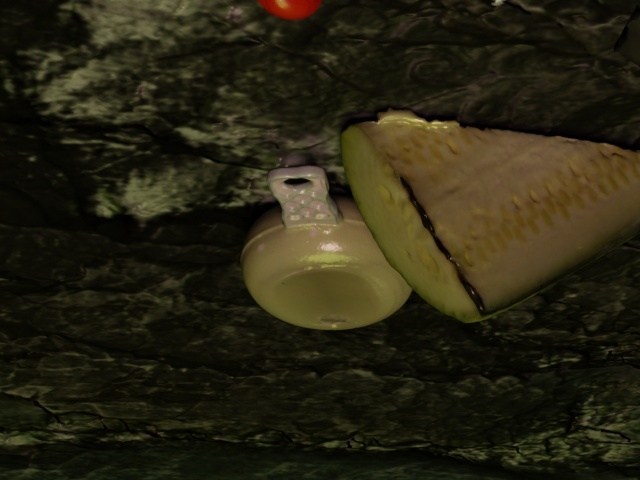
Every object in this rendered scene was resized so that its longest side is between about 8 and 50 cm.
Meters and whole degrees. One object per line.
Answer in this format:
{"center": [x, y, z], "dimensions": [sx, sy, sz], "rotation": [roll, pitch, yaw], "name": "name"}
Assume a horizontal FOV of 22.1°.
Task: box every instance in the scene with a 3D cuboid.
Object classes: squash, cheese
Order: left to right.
{"center": [0.000, 0.000, 1.240], "dimensions": [0.137, 0.064, 0.227], "rotation": [-6, 152, 7], "name": "cheese"}
{"center": [0.157, -0.054, 1.186], "dimensions": [0.252, 0.169, 0.093], "rotation": [-28, 167, -24], "name": "squash"}

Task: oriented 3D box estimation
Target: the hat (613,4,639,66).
{"center": [0.254, -0.161, 0.652], "dimensions": [0.366, 0.257, 0.381], "rotation": [-42, 160, 23], "name": "hat"}

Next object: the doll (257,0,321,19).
{"center": [0.060, -0.198, 0.786], "dimensions": [0.200, 0.105, 0.336], "rotation": [9, 155, -44], "name": "doll"}

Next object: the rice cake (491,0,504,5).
{"center": [0.107, -0.149, 0.843], "dimensions": [0.033, 0.033, 0.207], "rotation": [-27, -174, 18], "name": "rice cake"}
